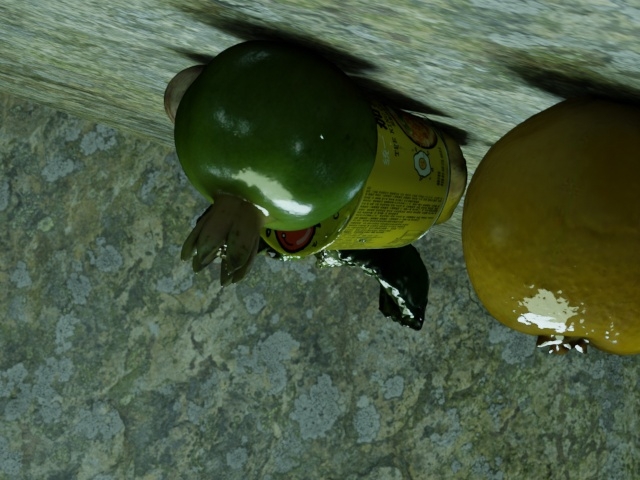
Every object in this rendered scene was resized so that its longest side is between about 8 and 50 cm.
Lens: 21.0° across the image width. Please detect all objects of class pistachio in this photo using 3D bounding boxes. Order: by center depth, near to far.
[{"bbox_3d":[0.109,-0.067,1.875,0.100,0.110,0.189,9,179,1],"label":"pistachio"}]

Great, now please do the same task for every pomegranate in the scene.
[{"bbox_3d":[-0.053,-0.068,1.551,0.187,0.225,0.187,21,162,7],"label":"pomegranate"}]

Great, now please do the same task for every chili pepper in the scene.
[{"bbox_3d":[-0.001,-0.008,1.873,0.264,0.116,0.148,18,-160,-8],"label":"chili pepper"}]

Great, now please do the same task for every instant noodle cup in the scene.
[{"bbox_3d":[0.033,-0.068,1.723,0.144,0.182,0.182,8,-175,-44],"label":"instant noodle cup"}]

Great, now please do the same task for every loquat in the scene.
[{"bbox_3d":[0.209,-0.008,1.332,0.208,0.208,0.208,17,178,1],"label":"loquat"}]

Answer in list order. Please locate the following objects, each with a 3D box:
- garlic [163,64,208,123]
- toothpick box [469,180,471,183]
[{"bbox_3d":[-0.093,-0.133,1.885,0.159,0.102,0.147,42,172,-18],"label":"garlic"},{"bbox_3d":[0.244,-0.028,1.802,0.111,0.111,0.181,18,179,-30],"label":"toothpick box"}]
